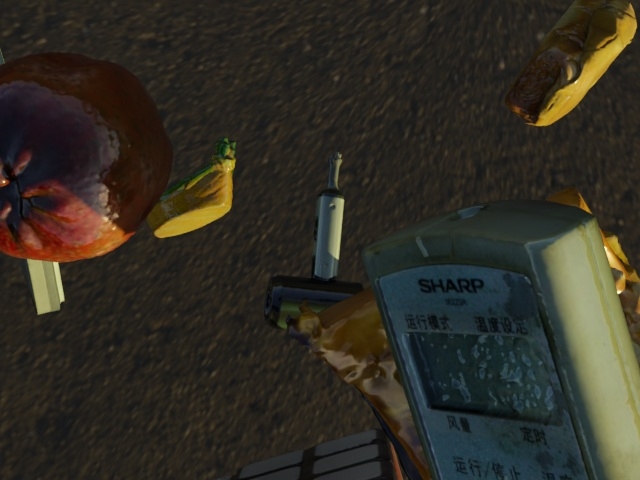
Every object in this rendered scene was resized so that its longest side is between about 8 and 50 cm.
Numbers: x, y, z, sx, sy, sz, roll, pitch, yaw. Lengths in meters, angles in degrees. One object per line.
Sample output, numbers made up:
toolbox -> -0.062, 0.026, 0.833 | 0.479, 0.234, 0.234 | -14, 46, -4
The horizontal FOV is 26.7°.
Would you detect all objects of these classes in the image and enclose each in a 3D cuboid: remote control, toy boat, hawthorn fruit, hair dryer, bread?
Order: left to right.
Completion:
hawthorn fruit -> -0.181, -0.071, 0.991 | 0.157, 0.194, 0.157 | 7, 117, 13
toy boat -> -0.180, -0.062, 1.728 | 0.229, 0.089, 0.088 | -23, 73, 44
hair dryer -> 0.000, 0.000, 1.418 | 0.100, 0.057, 0.198 | 9, 79, -12
remote control -> 0.081, 0.101, 0.445 | 0.038, 0.098, 0.234 | -23, 100, -32
bread -> 0.190, -0.137, 1.015 | 0.053, 0.132, 0.074 | 38, 132, 7

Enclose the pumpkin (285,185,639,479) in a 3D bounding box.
pumpkin -> 0.137, 0.116, 0.872 | 0.225, 0.256, 0.303 | -30, 60, 6

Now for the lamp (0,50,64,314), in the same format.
lamp -> -0.361, -0.081, 1.570 | 0.047, 0.269, 0.266 | -15, 60, -14

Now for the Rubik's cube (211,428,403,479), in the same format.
Rubik's cube -> -0.044, 0.406, 1.273 | 0.337, 0.344, 0.345 | -17, 90, 2
